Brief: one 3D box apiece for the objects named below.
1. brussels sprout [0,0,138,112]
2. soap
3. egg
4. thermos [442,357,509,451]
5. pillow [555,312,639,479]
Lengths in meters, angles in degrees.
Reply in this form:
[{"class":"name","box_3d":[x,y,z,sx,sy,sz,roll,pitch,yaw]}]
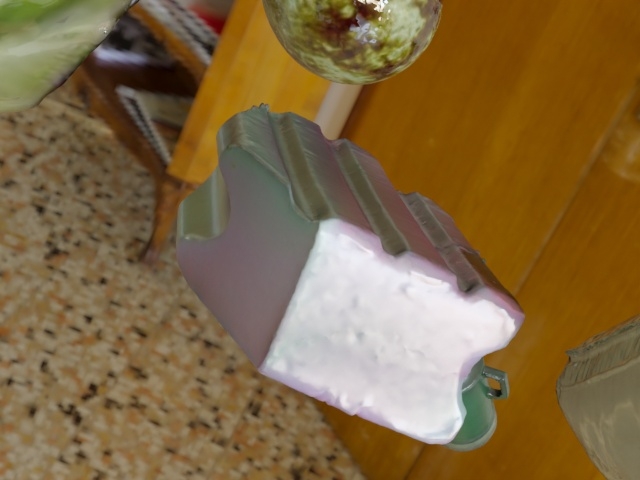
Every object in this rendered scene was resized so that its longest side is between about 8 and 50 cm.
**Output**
[{"class":"brussels sprout","box_3d":[-0.166,-0.169,0.469,0.244,0.244,0.244,21,26,-11]},{"class":"soap","box_3d":[0.000,0.000,0.842,0.192,0.109,0.324,26,13,-14]},{"class":"egg","box_3d":[0.037,-0.339,1.592,0.238,0.238,0.289,49,-2,39]},{"class":"thermos","box_3d":[0.136,0.148,1.205,0.083,0.073,0.188,39,-14,29]},{"class":"pillow","box_3d":[0.260,0.127,0.661,0.255,0.120,0.322,39,-13,7]}]
